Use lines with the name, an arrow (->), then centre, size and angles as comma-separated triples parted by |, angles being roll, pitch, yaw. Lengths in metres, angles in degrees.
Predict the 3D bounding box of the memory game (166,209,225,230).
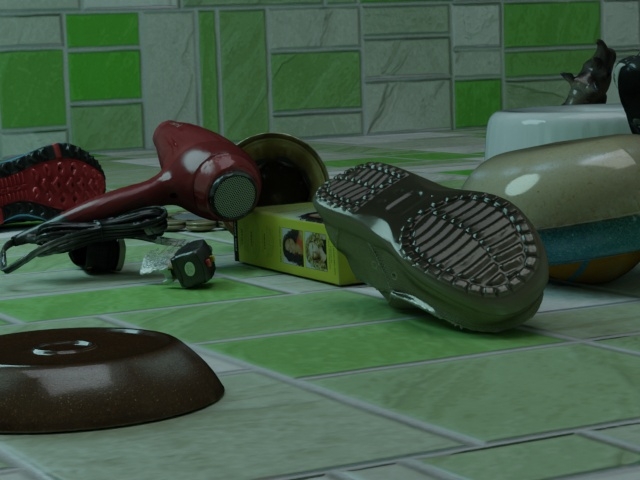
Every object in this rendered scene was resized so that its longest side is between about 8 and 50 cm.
memory game -> -0.134, -0.026, 2.148 | 0.186, 0.012, 0.186 | -2, 6, 0

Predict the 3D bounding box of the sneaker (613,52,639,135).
sneaker -> 0.359, -0.087, 1.703 | 0.107, 0.124, 0.283 | -10, -24, 19

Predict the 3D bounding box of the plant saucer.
plant saucer -> -0.160, 0.082, 1.099 | 0.199, 0.036, 0.198 | -1, 6, 0

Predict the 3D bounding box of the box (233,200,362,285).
box -> 0.000, 0.000, 1.675 | 0.087, 0.058, 0.232 | -6, 7, -27

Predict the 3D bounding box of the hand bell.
hand bell -> -0.042, -0.041, 1.978 | 0.126, 0.126, 0.242 | -2, -6, 5

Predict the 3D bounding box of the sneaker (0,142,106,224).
sneaker -> -0.395, -0.067, 2.201 | 0.262, 0.104, 0.125 | -7, 6, -39

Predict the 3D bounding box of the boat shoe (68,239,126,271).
boat shoe -> -0.231, 0.003, 1.758 | 0.042, 0.049, 0.133 | 4, 8, -21

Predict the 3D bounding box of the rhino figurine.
rhino figurine -> 0.325, -0.142, 2.153 | 0.073, 0.243, 0.106 | 33, 47, 31

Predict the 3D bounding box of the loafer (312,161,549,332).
loafer -> 0.094, 0.013, 1.383 | 0.102, 0.092, 0.268 | -32, 32, -16

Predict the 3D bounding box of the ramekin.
ramekin -> 0.313, -0.083, 1.971 | 0.277, 0.135, 0.277 | -2, 6, 0

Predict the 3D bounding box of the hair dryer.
hair dryer -> -0.170, -0.052, 1.705 | 0.224, 0.080, 0.293 | 6, 27, 14

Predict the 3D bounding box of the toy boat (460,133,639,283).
toy boat -> 0.290, -0.026, 1.560 | 0.318, 0.148, 0.267 | -11, 3, -13
